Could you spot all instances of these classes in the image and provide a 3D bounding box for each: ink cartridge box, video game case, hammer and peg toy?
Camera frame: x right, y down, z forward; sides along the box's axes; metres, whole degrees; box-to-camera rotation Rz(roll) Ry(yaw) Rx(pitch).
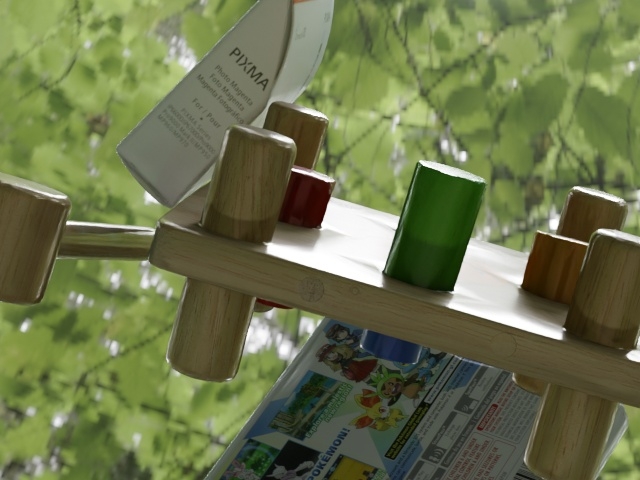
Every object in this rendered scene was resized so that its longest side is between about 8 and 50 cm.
[{"bbox_3d":[-0.015,-0.128,1.069,0.232,0.189,0.066,-40,-88,13],"label":"ink cartridge box"},{"bbox_3d":[0.042,0.219,1.380,0.300,0.329,0.036,17,-33,35],"label":"video game case"},{"bbox_3d":[0.000,0.000,0.915,0.361,0.266,0.127,16,-81,3],"label":"hammer and peg toy"}]
